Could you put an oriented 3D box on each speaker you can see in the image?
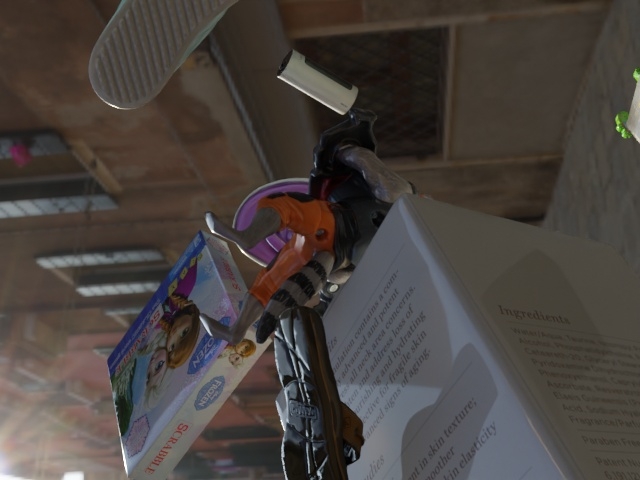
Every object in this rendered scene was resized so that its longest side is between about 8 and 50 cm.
[{"bbox_3d":[-0.006,-0.270,1.466,0.055,0.136,0.055,-52,21,29],"label":"speaker"}]

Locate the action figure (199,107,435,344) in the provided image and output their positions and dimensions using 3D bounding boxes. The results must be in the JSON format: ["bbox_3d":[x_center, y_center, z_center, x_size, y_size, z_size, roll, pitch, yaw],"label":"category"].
[{"bbox_3d":[0.019,0.035,1.053,0.178,0.330,0.341,40,142,41],"label":"action figure"}]

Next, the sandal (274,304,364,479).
[{"bbox_3d":[0.004,0.163,0.784,0.090,0.060,0.220,-2,97,57],"label":"sandal"}]

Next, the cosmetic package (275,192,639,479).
[{"bbox_3d":[0.201,0.216,0.884,0.329,0.327,0.394,-60,34,30],"label":"cosmetic package"}]

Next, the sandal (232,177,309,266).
[{"bbox_3d":[0.003,-0.015,1.401,0.102,0.416,0.170,11,-90,-55],"label":"sandal"}]

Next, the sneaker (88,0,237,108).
[{"bbox_3d":[-0.166,-0.337,1.094,0.135,0.366,0.150,41,-160,-22],"label":"sneaker"}]

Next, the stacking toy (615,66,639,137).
[{"bbox_3d":[0.614,-0.185,1.507,0.221,0.052,0.167,56,171,21],"label":"stacking toy"}]

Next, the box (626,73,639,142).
[{"bbox_3d":[0.493,-0.211,1.004,0.183,0.230,0.056,84,170,-49],"label":"box"}]

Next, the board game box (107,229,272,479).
[{"bbox_3d":[-0.236,0.188,1.449,0.319,0.065,0.318,-53,32,12],"label":"board game box"}]
